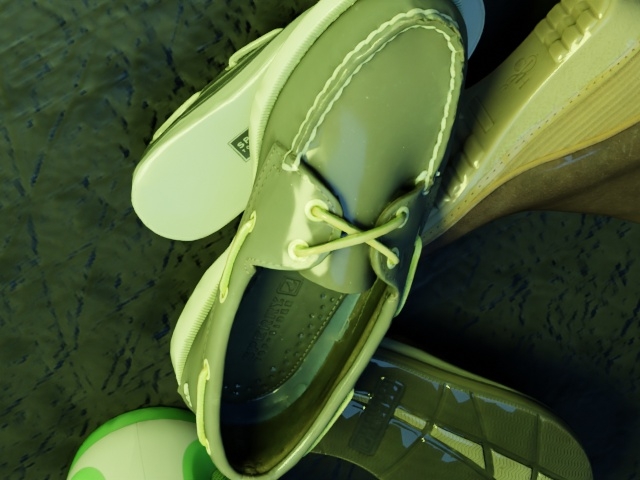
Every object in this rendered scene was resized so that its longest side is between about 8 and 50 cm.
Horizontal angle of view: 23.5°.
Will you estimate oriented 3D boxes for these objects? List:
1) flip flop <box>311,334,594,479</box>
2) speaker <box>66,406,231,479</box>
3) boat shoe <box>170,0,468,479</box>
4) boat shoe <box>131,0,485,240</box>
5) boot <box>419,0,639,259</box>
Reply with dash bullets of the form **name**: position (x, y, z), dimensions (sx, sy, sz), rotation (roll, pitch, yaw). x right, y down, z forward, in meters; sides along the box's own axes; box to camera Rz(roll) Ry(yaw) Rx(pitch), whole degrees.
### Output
- **flip flop**: position (0.049, 0.106, 0.969), dimensions (0.277, 0.080, 0.112), rotation (24, 114, -8)
- **speaker**: position (-0.079, 0.224, 0.871), dimensions (0.131, 0.296, 0.131), rotation (-6, 121, -10)
- **boat shoe**: position (0.004, 0.001, 0.798), dimensions (0.109, 0.091, 0.305), rotation (9, 127, -23)
- **boat shoe**: position (-0.013, -0.086, 0.839), dimensions (0.219, 0.070, 0.078), rotation (-32, 115, 11)
- **boot**: position (0.149, -0.032, 0.901), dimensions (0.207, 0.090, 0.248), rotation (25, 126, -38)
